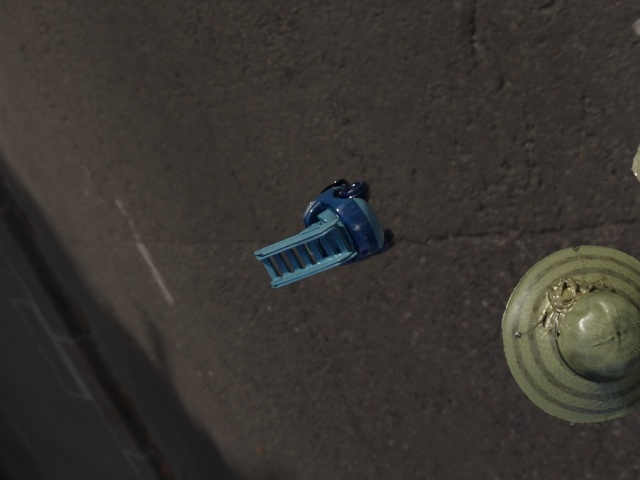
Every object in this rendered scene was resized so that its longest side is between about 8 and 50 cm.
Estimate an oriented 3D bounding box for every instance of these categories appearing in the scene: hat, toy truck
[{"bbox_3d":[0.372,0.125,1.252,0.252,0.252,0.110,52,174,4],"label":"hat"},{"bbox_3d":[0.000,0.000,0.670,0.056,0.090,0.073,62,166,-12],"label":"toy truck"}]

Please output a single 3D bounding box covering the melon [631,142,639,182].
[{"bbox_3d":[0.334,-0.111,0.849,0.054,0.098,0.182,4,122,0],"label":"melon"}]
